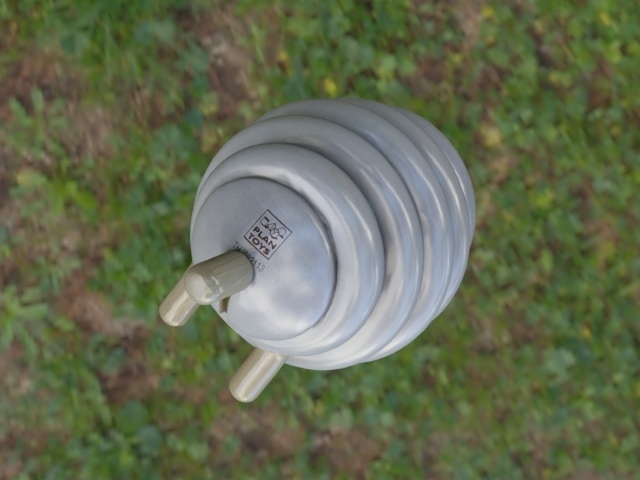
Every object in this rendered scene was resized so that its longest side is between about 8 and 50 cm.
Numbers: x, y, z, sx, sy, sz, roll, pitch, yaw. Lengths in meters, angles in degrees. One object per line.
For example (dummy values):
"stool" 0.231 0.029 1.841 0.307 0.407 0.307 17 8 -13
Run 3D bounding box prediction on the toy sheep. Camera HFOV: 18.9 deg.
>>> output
"toy sheep" 0.000 0.000 0.580 0.091 0.132 0.091 10 112 26
